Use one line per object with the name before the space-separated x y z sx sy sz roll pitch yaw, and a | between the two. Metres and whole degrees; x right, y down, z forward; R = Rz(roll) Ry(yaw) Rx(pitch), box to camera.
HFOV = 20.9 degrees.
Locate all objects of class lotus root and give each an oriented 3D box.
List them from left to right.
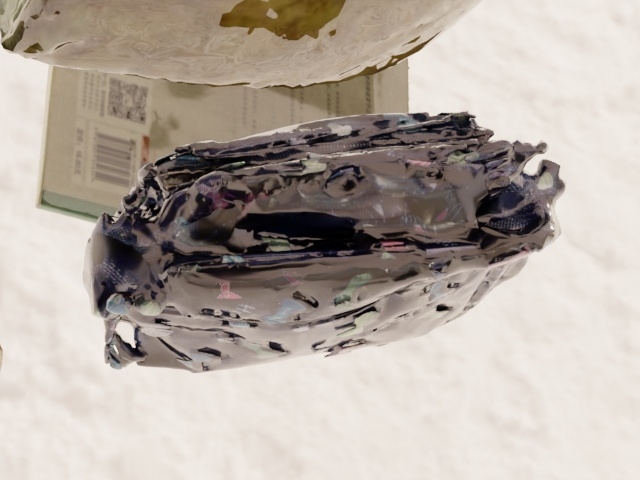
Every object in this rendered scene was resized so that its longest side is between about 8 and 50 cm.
lotus root | -0.009 -0.188 0.669 0.260 0.149 0.267 7 51 -37

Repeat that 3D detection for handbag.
handbag | 0.000 0.000 0.932 0.260 0.162 0.113 -6 77 -15

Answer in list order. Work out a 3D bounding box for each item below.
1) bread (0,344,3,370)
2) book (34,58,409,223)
bread | -0.209 0.023 0.676 0.134 0.244 0.244 -29 63 -26
book | -0.057 -0.083 1.190 0.282 0.025 0.215 17 61 -29
